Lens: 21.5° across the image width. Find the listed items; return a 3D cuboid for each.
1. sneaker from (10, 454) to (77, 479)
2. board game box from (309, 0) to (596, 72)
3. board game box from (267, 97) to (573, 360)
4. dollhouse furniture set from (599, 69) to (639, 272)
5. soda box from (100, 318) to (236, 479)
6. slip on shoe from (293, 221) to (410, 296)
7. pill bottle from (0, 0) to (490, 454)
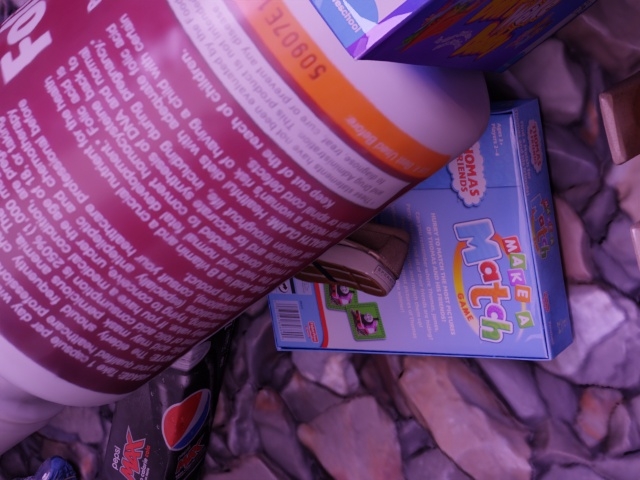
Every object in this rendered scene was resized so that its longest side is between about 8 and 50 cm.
[{"bbox_3d":[-0.245,0.215,1.364,0.058,0.052,0.135,45,126,18],"label":"sneaker"},{"bbox_3d":[0.022,-0.200,0.838,0.078,0.347,0.233,-37,85,16],"label":"board game box"},{"bbox_3d":[0.051,-0.005,1.085,0.211,0.039,0.160,0,107,36],"label":"board game box"},{"bbox_3d":[0.289,0.004,0.863,0.262,0.135,0.259,-8,102,36],"label":"dollhouse furniture set"},{"bbox_3d":[-0.111,0.112,1.232,0.060,0.053,0.169,28,121,24],"label":"soda box"},{"bbox_3d":[0.000,0.000,1.074,0.135,0.041,0.051,12,156,46],"label":"slip on shoe"},{"bbox_3d":[-0.116,-0.043,0.999,0.392,0.224,0.224,-36,85,19],"label":"pill bottle"}]
